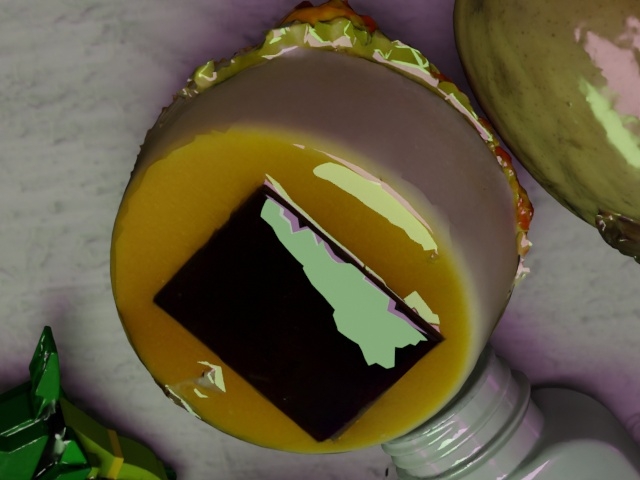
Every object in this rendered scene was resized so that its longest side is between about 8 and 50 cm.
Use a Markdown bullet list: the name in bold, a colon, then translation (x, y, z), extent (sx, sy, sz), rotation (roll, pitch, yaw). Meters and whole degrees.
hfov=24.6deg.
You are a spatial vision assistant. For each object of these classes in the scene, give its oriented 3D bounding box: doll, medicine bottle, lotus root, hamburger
- **doll**: translation (-0.190, 0.169, 1.104), extent (0.134, 0.106, 0.186), rotation (-41, 122, 3)
- **medicine bottle**: translation (0.177, 0.225, 1.099), extent (0.179, 0.124, 0.324), rotation (-35, 108, 18)
- **lotus root**: translation (0.170, -0.130, 0.923), extent (0.182, 0.183, 0.310), rotation (-39, 100, 17)
- **hamburger**: translation (0.000, 0.000, 0.985), extent (0.276, 0.179, 0.294), rotation (39, 120, -6)
